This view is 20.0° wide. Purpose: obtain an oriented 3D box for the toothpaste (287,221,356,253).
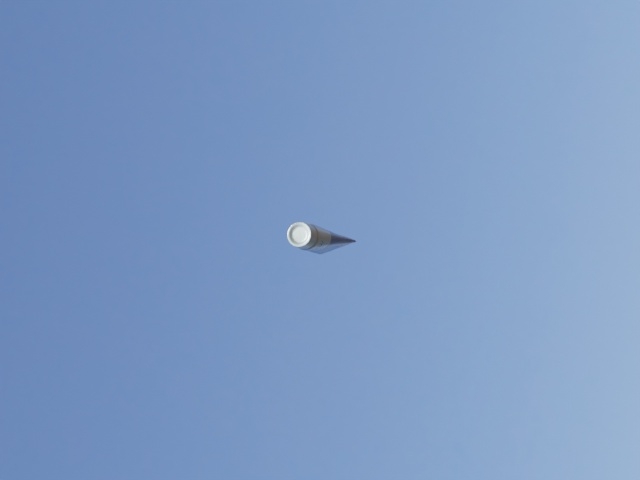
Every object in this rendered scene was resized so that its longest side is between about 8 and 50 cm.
[{"bbox_3d":[0.000,0.000,1.038,0.083,0.024,0.015,21,-130,-75],"label":"toothpaste"}]
